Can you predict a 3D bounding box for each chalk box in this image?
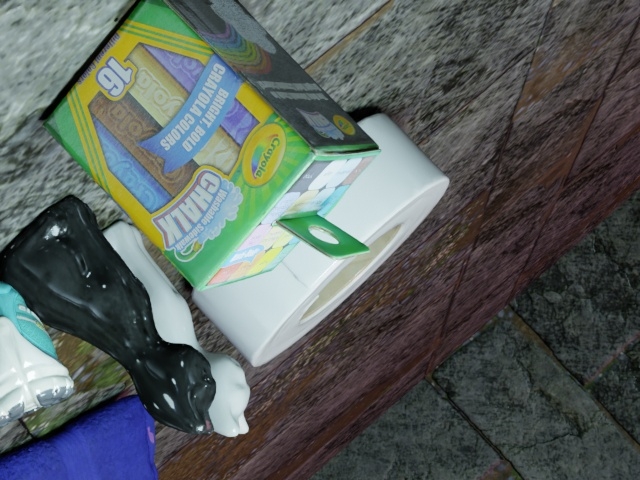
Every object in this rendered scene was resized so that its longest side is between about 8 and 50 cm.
[{"bbox_3d":[-0.057,-0.055,1.157,0.132,0.213,0.132,-47,167,18],"label":"chalk box"}]

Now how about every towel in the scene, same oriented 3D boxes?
[{"bbox_3d":[-0.281,0.318,1.787,0.076,0.228,0.308,-5,-168,37],"label":"towel"}]

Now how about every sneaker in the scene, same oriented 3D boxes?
[{"bbox_3d":[-0.250,0.086,1.290,0.107,0.110,0.275,-22,178,-20],"label":"sneaker"}]

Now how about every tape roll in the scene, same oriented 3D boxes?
[{"bbox_3d":[0.000,0.000,1.728,0.286,0.100,0.286,-42,172,-7],"label":"tape roll"}]

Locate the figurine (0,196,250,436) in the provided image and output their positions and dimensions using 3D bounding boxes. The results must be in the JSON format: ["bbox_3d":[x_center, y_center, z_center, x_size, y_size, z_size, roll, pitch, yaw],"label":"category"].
[{"bbox_3d":[-0.140,0.081,1.359,0.092,0.209,0.215,-43,168,3],"label":"figurine"}]
